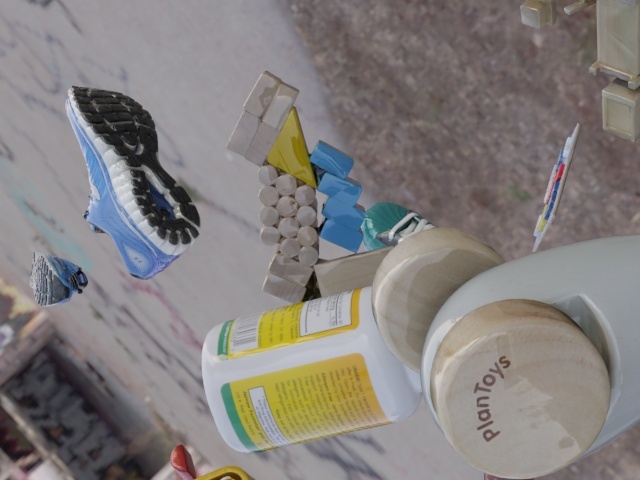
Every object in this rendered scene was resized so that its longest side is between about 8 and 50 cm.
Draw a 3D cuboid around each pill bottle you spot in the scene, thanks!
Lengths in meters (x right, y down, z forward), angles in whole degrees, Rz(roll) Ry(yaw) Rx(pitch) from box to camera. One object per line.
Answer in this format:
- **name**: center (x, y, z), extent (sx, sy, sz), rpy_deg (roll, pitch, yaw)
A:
- **pill bottle**: center (0.016, 0.104, 1.000), extent (0.117, 0.208, 0.118), rpy_deg (-15, -90, -76)

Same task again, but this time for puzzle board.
- **puzzle board**: center (0.271, -0.061, 1.372), extent (0.011, 0.128, 0.096), rpy_deg (20, 154, 4)

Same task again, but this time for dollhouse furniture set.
- **dollhouse furniture set**: center (0.301, -0.230, 1.284), extent (0.161, 0.101, 0.182), rpy_deg (29, 147, 36)

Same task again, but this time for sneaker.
- **sneaker**: center (0.171, 0.027, 1.600), extent (0.302, 0.108, 0.121), rpy_deg (39, 157, 26)
- **sneaker**: center (-0.345, 0.048, 1.586), extent (0.073, 0.063, 0.162), rpy_deg (5, -169, -20)
- **sneaker**: center (-0.296, -0.085, 1.681), extent (0.129, 0.147, 0.330), rpy_deg (3, -130, -44)

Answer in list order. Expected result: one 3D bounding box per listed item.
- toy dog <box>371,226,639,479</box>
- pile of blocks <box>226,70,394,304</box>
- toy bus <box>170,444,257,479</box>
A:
- **toy dog**: center (0.190, 0.072, 0.622), extent (0.220, 0.333, 0.161), rpy_deg (-58, -38, -64)
- **pile of blocks**: center (0.000, 0.000, 1.218), extent (0.112, 0.149, 0.362), rpy_deg (-90, -10, -79)
- **toy bus**: center (-0.087, 0.323, 1.344), extent (0.202, 0.104, 0.191), rpy_deg (-105, -10, -70)
